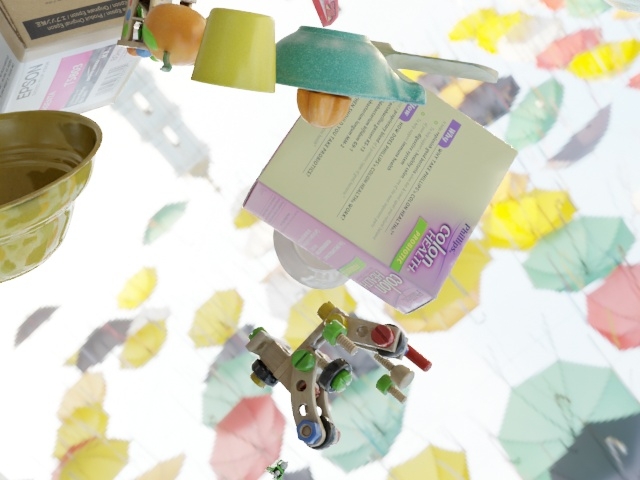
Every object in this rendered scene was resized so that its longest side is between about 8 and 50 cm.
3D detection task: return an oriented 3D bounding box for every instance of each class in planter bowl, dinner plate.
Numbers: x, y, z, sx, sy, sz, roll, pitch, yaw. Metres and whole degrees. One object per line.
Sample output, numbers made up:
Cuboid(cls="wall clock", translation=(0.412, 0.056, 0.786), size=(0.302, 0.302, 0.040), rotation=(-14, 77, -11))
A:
Cuboid(cls="planter bowl", translation=(-0.273, -0.024, 0.813), size=(0.217, 0.090, 0.217), rotation=(-8, -151, 4))
Cuboid(cls="dinner plate", translation=(0.000, 0.000, 1.430), size=(0.141, 0.141, 0.017), rotation=(-51, -174, -27))

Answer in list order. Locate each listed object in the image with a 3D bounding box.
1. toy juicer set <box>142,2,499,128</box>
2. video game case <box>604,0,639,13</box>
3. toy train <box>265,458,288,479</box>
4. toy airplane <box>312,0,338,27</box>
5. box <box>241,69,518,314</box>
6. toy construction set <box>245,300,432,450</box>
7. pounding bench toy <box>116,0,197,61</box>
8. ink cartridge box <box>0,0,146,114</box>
Cuboid(cls="toy juicer set", translation=(-0.017, -0.156, 0.936), size=(0.209, 0.328, 0.090), rotation=(20, -75, 46))
Cuboid(cls="video game case", translation=(0.390, -0.266, 1.132), size=(0.157, 0.143, 0.019), rotation=(23, -77, 29))
Cuboid(cls="toy train", translation=(-0.049, 0.262, 1.147), size=(0.023, 0.017, 0.083), rotation=(-41, 176, -14))
Cuboid(cls="toy airplane", translation=(0.021, -0.319, 1.152), size=(0.151, 0.151, 0.028), rotation=(-35, -123, 13))
Cuboid(cls="box", translation=(0.069, -0.072, 1.184), size=(0.214, 0.243, 0.117), rotation=(-58, -177, -19))
Cuboid(cls="toy construction set", translation=(0.018, 0.190, 1.733), size=(0.308, 0.237, 0.258), rotation=(-6, 127, -51))
Cuboid(cls="pounding bench toy", translation=(-0.163, -0.205, 0.951), size=(0.083, 0.052, 0.065), rotation=(22, -79, 56))
Cuboid(cls="ink cartridge box", translation=(-0.312, -0.225, 1.197), size=(0.193, 0.088, 0.234), rotation=(-27, 174, -34))
